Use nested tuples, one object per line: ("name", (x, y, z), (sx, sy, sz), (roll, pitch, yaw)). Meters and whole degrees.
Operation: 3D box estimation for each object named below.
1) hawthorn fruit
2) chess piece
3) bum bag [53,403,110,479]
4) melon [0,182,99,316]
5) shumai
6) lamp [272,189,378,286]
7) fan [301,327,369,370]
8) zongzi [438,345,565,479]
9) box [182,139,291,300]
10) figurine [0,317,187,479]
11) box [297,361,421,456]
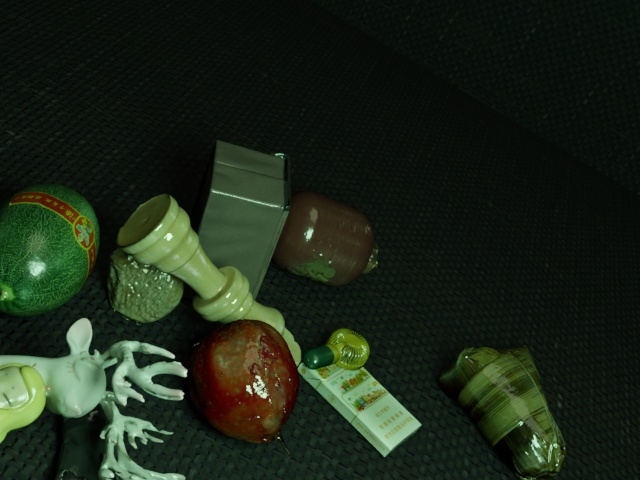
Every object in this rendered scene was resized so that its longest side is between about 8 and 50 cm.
("hawthorn fruit", (-0.105, 0.237, 1.473), (0.181, 0.181, 0.235), (-7, 50, -44))
("chess piece", (-0.167, 0.094, 1.568), (0.397, 0.117, 0.117), (49, 23, -30))
("bum bag", (-0.329, 0.301, 1.318), (0.087, 0.049, 0.197), (22, 33, -23))
("melon", (-0.449, 0.018, 1.474), (0.182, 0.182, 0.287), (25, 33, -10))
("shumai", (-0.302, 0.064, 1.616), (0.146, 0.145, 0.116), (22, 12, -14))
("lamp", (0.000, 0.000, 1.879), (0.258, 0.180, 0.180), (22, 33, -26))
("fan", (0.028, 0.202, 1.688), (0.155, 0.039, 0.082), (-11, 49, -48))
("zongzi", (0.404, 0.323, 1.825), (0.288, 0.134, 0.286), (-2, 51, -51))
("box", (-0.162, -0.026, 1.707), (0.153, 0.252, 0.188), (15, 34, -14))
("figurine", (-0.336, 0.243, 1.215), (0.316, 0.206, 0.284), (-27, 41, -31))
("box", (0.071, 0.283, 1.680), (0.220, 0.032, 0.122), (42, 32, 18))
